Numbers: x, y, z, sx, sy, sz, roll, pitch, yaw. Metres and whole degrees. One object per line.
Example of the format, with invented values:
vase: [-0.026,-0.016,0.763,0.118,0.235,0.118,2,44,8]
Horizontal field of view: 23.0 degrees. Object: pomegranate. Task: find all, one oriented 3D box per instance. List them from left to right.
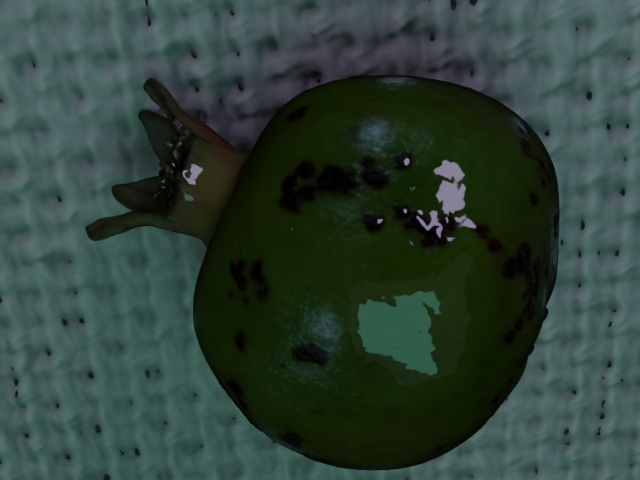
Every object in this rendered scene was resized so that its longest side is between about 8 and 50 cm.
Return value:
pomegranate: [0.013,-0.001,1.093,0.323,0.291,0.291,34,115,-16]
